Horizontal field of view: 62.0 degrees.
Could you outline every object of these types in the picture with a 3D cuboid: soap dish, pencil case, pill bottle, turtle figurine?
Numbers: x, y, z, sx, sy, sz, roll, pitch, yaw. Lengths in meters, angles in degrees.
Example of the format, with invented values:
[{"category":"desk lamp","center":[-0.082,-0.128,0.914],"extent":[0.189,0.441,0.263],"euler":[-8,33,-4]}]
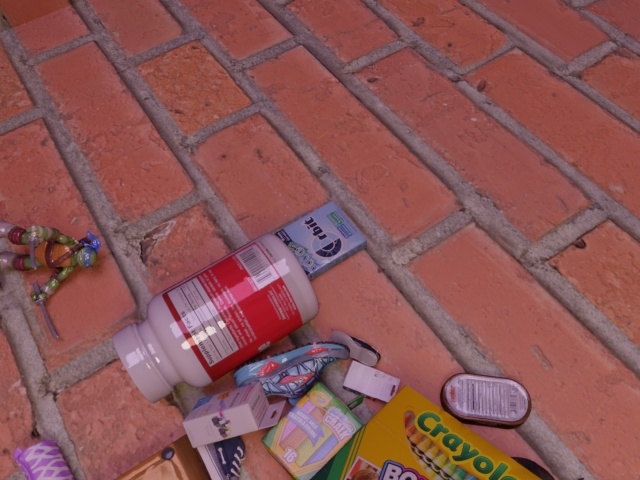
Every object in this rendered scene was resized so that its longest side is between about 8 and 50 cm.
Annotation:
[{"category":"soap dish","center":[-0.299,0.551,1.009],"extent":[0.229,0.118,0.290],"euler":[-30,62,-15]},{"category":"pencil case","center":[-0.541,0.504,1.070],"extent":[0.206,0.088,0.086],"euler":[46,107,29]},{"category":"pill bottle","center":[-0.227,0.173,1.177],"extent":[0.408,0.229,0.229],"euler":[-30,61,-14]},{"category":"turtle figurine","center":[-0.714,0.051,1.305],"extent":[0.267,0.197,0.274],"euler":[11,55,15]}]

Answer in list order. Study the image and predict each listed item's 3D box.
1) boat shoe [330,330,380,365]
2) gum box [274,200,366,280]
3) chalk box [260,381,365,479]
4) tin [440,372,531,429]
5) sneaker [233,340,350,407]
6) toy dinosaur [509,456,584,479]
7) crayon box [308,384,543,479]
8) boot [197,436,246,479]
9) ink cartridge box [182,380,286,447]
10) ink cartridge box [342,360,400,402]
[{"category":"boat shoe","center":[0.081,0.245,1.225],"extent":[0.125,0.038,0.046],"euler":[23,104,23]},{"category":"gum box","center":[0.000,0.000,1.382],"extent":[0.184,0.041,0.157],"euler":[-30,61,-16]},{"category":"chalk box","center":[0.004,0.386,1.085],"extent":[0.132,0.132,0.213],"euler":[39,67,24]},{"category":"tin","center":[0.356,0.343,1.148],"extent":[0.190,0.040,0.106],"euler":[5,54,7]},{"category":"sneaker","center":[-0.052,0.304,1.177],"extent":[0.262,0.104,0.125],"euler":[-18,74,-1]},{"category":"toy dinosaur","center":[0.367,0.476,1.008],"extent":[0.314,0.121,0.160],"euler":[-19,52,-12]},{"category":"crayon box","center":[0.183,0.467,0.907],"extent":[0.313,0.106,0.363],"euler":[-38,42,-23]},{"category":"boot","center":[-0.183,0.458,1.087],"extent":[0.086,0.069,0.190],"euler":[-28,57,-18]},{"category":"ink cartridge box","center":[-0.171,0.346,1.079],"extent":[0.182,0.104,0.061],"euler":[-18,98,10]},{"category":"ink cartridge box","center":[0.113,0.318,1.182],"extent":[0.115,0.029,0.062],"euler":[19,61,14]}]
